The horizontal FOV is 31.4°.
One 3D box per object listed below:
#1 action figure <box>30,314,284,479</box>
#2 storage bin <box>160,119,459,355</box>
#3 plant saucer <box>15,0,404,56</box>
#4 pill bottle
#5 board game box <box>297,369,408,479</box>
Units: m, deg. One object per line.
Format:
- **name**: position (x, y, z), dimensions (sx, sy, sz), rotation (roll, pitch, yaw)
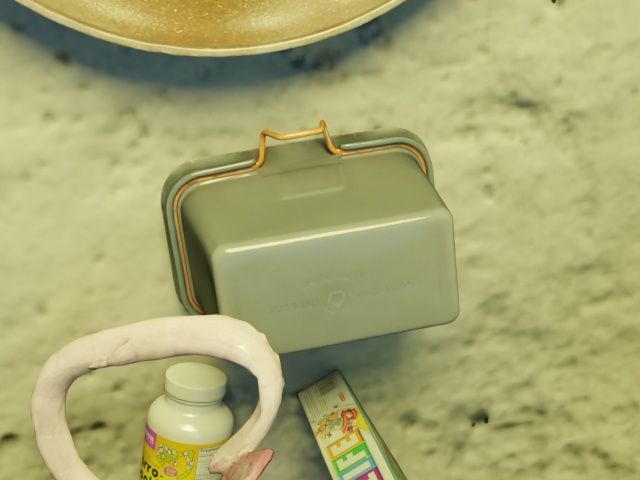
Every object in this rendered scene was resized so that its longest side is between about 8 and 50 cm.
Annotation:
- **action figure**: position (-0.074, 0.247, 0.546), dimensions (0.248, 0.275, 0.370), rotation (-8, 142, 25)
- **storage bin**: position (0.000, 0.000, 0.523), dimensions (0.135, 0.091, 0.098), rotation (-10, 111, -9)
- **plant saucer**: position (-0.044, -0.232, 0.455), dimensions (0.311, 0.050, 0.310), rotation (-4, 111, -11)
- **pill bottle**: position (-0.067, 0.105, 0.571), dimensions (0.043, 0.043, 0.083), rotation (5, 107, -14)
- **board game box**: position (0.038, 0.138, 0.545), dimensions (0.026, 0.154, 0.103), rotation (-31, 112, 0)
